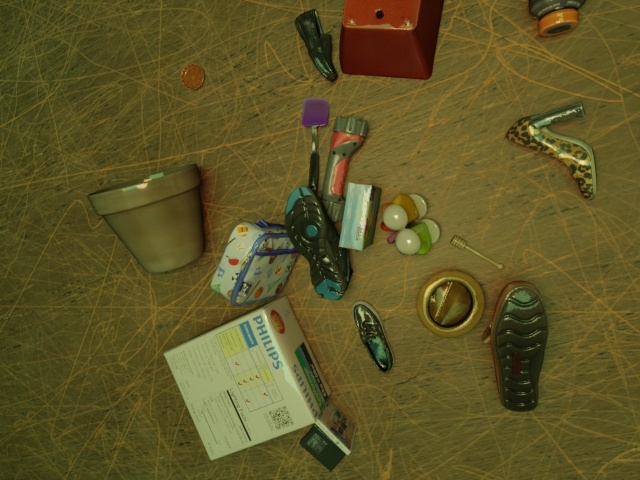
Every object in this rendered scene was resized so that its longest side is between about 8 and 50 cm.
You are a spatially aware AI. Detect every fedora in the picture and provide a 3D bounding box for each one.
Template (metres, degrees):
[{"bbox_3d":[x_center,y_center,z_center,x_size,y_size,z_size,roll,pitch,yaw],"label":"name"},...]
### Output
[{"bbox_3d":[0.369,0.178,1.179,0.195,0.079,0.194,0,89,11],"label":"fedora"}]

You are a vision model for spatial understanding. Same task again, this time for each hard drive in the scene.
[{"bbox_3d":[0.010,0.672,1.340,0.135,0.022,0.094,39,102,8],"label":"hard drive"}]

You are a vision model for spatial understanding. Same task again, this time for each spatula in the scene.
[{"bbox_3d":[-0.018,-0.289,1.262,0.084,0.030,0.296,2,95,12],"label":"spatula"}]

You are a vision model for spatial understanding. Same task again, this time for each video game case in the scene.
[{"bbox_3d":[0.044,0.557,1.252,0.143,0.157,0.019,43,98,7],"label":"video game case"}]

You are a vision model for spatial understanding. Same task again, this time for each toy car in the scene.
[{"bbox_3d":[0.239,-0.036,1.175,0.136,0.159,0.181,-29,87,49],"label":"toy car"}]

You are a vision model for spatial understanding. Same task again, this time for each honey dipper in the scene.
[{"bbox_3d":[0.448,0.038,1.176,0.161,0.030,0.030,32,101,6],"label":"honey dipper"}]

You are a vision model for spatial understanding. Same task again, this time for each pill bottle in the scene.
[{"bbox_3d":[0.590,-0.651,1.028,0.131,0.130,0.245,-3,94,14],"label":"pill bottle"}]

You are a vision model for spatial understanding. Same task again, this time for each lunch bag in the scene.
[{"bbox_3d":[-0.171,0.057,1.190,0.115,0.303,0.243,31,102,19],"label":"lunch bag"}]

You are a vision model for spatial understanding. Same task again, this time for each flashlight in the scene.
[{"bbox_3d":[0.065,-0.207,1.219,0.103,0.103,0.303,25,109,56],"label":"flashlight"}]

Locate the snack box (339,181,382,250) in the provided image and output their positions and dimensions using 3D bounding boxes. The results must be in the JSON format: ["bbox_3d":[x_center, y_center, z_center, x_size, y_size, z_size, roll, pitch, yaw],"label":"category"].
[{"bbox_3d":[0.116,-0.070,1.155,0.070,0.207,0.174,10,98,13],"label":"snack box"}]

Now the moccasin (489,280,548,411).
[{"bbox_3d":[0.518,0.266,1.076,0.139,0.147,0.379,-9,115,19],"label":"moccasin"}]

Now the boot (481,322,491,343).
[{"bbox_3d":[0.532,0.250,1.157,0.084,0.059,0.158,46,102,2],"label":"boot"}]

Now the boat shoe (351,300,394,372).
[{"bbox_3d":[0.156,0.293,1.244,0.080,0.076,0.228,-21,89,15],"label":"boat shoe"}]

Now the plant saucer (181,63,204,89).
[{"bbox_3d":[-0.419,-0.537,1.352,0.084,0.013,0.083,1,94,15],"label":"plant saucer"}]

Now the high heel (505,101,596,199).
[{"bbox_3d":[0.618,-0.216,1.100,0.186,0.093,0.261,-12,105,37],"label":"high heel"}]

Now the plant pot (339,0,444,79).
[{"bbox_3d":[0.179,-0.601,1.082,0.268,0.236,0.266,9,97,13],"label":"plant pot"}]

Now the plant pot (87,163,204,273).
[{"bbox_3d":[-0.499,-0.062,1.288,0.324,0.323,0.280,-11,109,15],"label":"plant pot"}]

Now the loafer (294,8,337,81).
[{"bbox_3d":[0.000,-0.576,1.211,0.078,0.076,0.223,-27,84,22],"label":"loafer"}]

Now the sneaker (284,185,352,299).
[{"bbox_3d":[0.000,0.000,1.198,0.125,0.140,0.340,-9,108,29],"label":"sneaker"}]

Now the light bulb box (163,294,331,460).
[{"bbox_3d":[-0.214,0.410,1.271,0.361,0.225,0.357,-26,87,14],"label":"light bulb box"}]
